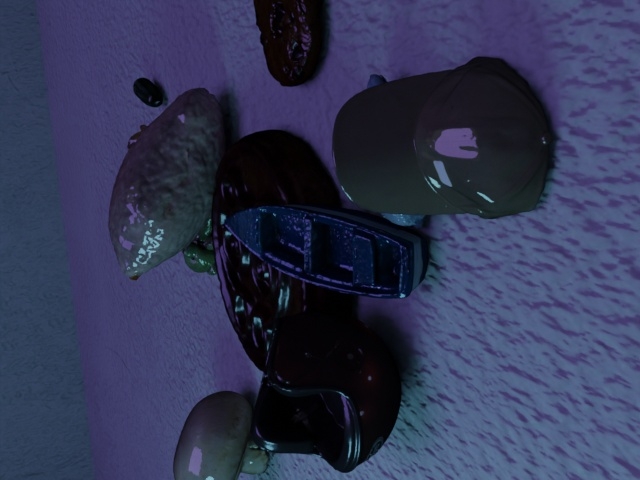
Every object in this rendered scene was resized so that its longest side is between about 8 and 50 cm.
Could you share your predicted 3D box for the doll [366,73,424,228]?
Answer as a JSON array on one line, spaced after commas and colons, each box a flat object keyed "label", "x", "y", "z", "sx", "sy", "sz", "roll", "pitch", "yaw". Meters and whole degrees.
[{"label": "doll", "x": 0.095, "y": -0.103, "z": 0.905, "sx": 0.120, "sy": 0.075, "sz": 0.180, "roll": 34, "pitch": -129, "yaw": -68}]

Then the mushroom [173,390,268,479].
[{"label": "mushroom", "x": -0.188, "y": 0.404, "z": 1.515, "sx": 0.226, "sy": 0.178, "sz": 0.227, "roll": -159, "pitch": 90, "yaw": -77}]

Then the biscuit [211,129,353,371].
[{"label": "biscuit", "x": -0.082, "y": 0.029, "z": 1.255, "sx": 0.407, "sy": 0.091, "sz": 0.408, "roll": 32, "pitch": 127, "yaw": 55}]

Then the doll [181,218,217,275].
[{"label": "doll", "x": -0.240, "y": -0.008, "z": 1.570, "sx": 0.115, "sy": 0.077, "sz": 0.151, "roll": 21, "pitch": 107, "yaw": 47}]

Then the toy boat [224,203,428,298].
[{"label": "toy boat", "x": 0.000, "y": 0.000, "z": 1.006, "sx": 0.299, "sy": 0.061, "sz": 0.096, "roll": 15, "pitch": 117, "yaw": 35}]

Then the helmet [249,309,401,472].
[{"label": "helmet", "x": 0.005, "y": 0.191, "z": 1.027, "sx": 0.216, "sy": 0.193, "sz": 0.189, "roll": 51, "pitch": 145, "yaw": 27}]

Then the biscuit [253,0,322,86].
[{"label": "biscuit", "x": -0.050, "y": -0.315, "z": 1.121, "sx": 0.192, "sy": 0.049, "sz": 0.192, "roll": 173, "pitch": 90, "yaw": -66}]

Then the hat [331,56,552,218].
[{"label": "hat", "x": 0.112, "y": -0.091, "z": 0.762, "sx": 0.144, "sy": 0.173, "sz": 0.167, "roll": -176, "pitch": 76, "yaw": -68}]

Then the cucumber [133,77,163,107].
[{"label": "cucumber", "x": -0.375, "y": -0.319, "z": 1.737, "sx": 0.105, "sy": 0.048, "sz": 0.048, "roll": 45, "pitch": 137, "yaw": 48}]

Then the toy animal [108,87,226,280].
[{"label": "toy animal", "x": -0.277, "y": -0.099, "z": 1.441, "sx": 0.359, "sy": 0.188, "sz": 0.226, "roll": -63, "pitch": 19, "yaw": -3}]
